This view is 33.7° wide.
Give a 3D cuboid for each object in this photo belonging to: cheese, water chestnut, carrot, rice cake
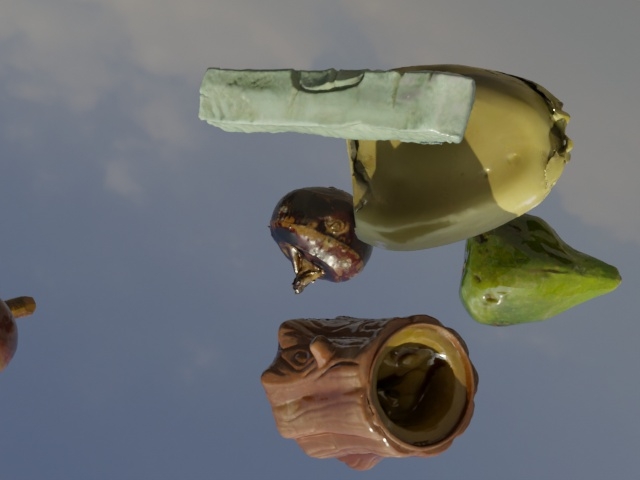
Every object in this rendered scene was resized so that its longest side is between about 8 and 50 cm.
[{"bbox_3d":[0.189,-0.127,1.466,0.128,0.315,0.260,-8,-92,-72],"label":"cheese"},{"bbox_3d":[0.000,0.000,2.188,0.223,0.238,0.224,32,164,11],"label":"water chestnut"},{"bbox_3d":[-0.620,0.136,1.991,0.170,0.042,0.042,-11,-131,-37],"label":"carrot"},{"bbox_3d":[0.009,-0.134,1.040,0.336,0.066,0.063,8,178,41],"label":"rice cake"}]

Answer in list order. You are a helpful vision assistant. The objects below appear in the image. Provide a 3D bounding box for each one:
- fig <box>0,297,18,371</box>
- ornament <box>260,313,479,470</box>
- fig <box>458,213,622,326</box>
[{"bbox_3d":[-0.535,0.148,1.618,0.175,0.207,0.175,11,-107,-42],"label":"fig"},{"bbox_3d":[0.076,0.187,1.361,0.221,0.217,0.235,-30,-82,-30],"label":"ornament"},{"bbox_3d":[0.381,0.061,1.826,0.275,0.206,0.206,9,-153,7],"label":"fig"}]
